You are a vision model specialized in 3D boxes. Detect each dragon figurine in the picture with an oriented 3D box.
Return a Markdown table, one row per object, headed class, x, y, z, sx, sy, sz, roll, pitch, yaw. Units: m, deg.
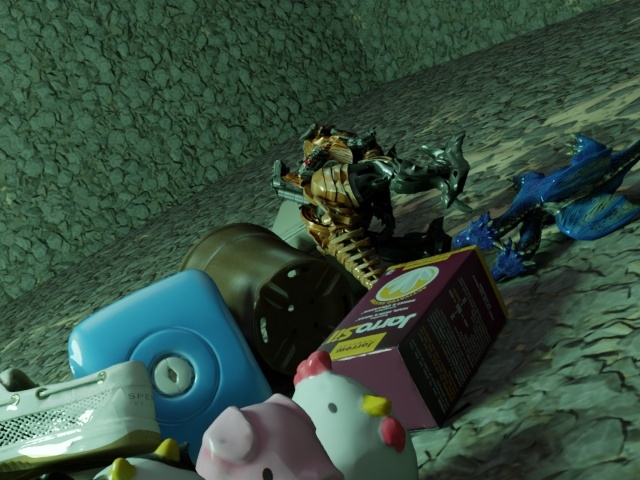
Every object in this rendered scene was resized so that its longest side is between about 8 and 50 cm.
| class | x | y | z | sx | sy | sz | roll | pitch | yaw |
| --- | --- | --- | --- | --- | --- | --- | --- | --- | --- |
| dragon figurine | 0.278 | -0.053 | 0.955 | 0.289 | 0.085 | 0.144 | -28 | 14 | 12 |

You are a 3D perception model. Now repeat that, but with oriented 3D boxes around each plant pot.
| class | x | y | z | sx | sy | sz | roll | pitch | yaw |
| --- | --- | --- | --- | --- | --- | --- | --- | --- | --- |
| plant pot | -0.055 | 0.069 | 0.997 | 0.167 | 0.167 | 0.165 | -32 | 21 | -24 |

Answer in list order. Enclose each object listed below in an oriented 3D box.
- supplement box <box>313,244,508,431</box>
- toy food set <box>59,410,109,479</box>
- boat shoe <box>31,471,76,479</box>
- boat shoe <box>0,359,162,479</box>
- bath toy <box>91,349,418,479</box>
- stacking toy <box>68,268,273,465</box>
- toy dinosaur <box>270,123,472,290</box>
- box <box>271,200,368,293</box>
| class | x | y | z | sx | sy | sz | roll | pitch | yaw |
| --- | --- | --- | --- | --- | --- | --- | --- | --- | --- |
| supplement box | 0.081 | 0.088 | 0.801 | 0.104 | 0.081 | 0.188 | -17 | 16 | 36 |
| toy food set | -0.339 | 0.285 | 0.884 | 0.306 | 0.092 | 0.220 | -32 | 25 | -17 |
| boat shoe | -0.179 | 0.233 | 0.638 | 0.113 | 0.127 | 0.340 | -44 | 8 | -20 |
| boat shoe | -0.273 | 0.163 | 0.805 | 0.277 | 0.096 | 0.098 | -11 | -22 | 10 |
| bath toy | -0.055 | 0.146 | 0.505 | 0.151 | 0.129 | 0.348 | -14 | -4 | 36 |
| stacking toy | -0.184 | 0.149 | 0.990 | 0.166 | 0.175 | 0.302 | -28 | 1 | -19 |
| toy dinosaur | 0.050 | -0.035 | 1.045 | 0.218 | 0.164 | 0.322 | 5 | 53 | -7 |
| box | 0.000 | 0.000 | 1.237 | 0.094 | 0.113 | 0.275 | -32 | 13 | 11 |
